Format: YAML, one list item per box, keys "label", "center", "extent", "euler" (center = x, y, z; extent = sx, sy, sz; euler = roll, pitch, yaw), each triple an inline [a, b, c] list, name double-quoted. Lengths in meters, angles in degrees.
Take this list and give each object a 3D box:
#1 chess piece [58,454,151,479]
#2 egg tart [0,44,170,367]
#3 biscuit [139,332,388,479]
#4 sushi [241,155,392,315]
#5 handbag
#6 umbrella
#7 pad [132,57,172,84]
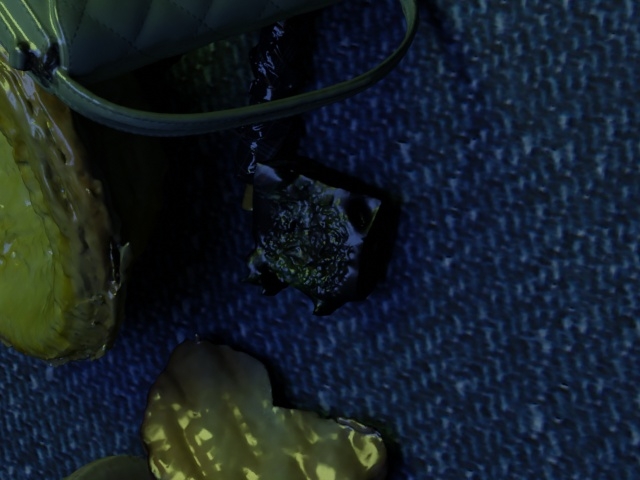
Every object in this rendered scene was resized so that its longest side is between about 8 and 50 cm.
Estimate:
- label: "chess piece"
  center: [-0.203, 0.252, 1.186]
  extent: [0.261, 0.143, 0.142]
  euler: [-27, 80, 40]
- label: "egg tart"
  center: [-0.194, -0.066, 1.105]
  extent: [0.315, 0.120, 0.315]
  euler: [37, 141, 38]
- label: "biscuit"
  center: [-0.047, 0.142, 1.086]
  extent: [0.183, 0.061, 0.118]
  euler: [31, 73, 30]
- label: "sushi"
  center: [0.000, 0.000, 1.042]
  extent: [0.083, 0.056, 0.084]
  euler: [19, 106, 26]
- label: "handbag"
  center: [-0.072, -0.148, 0.960]
  extent: [0.219, 0.256, 0.079]
  euler: [54, 147, 21]
- label: "umbrella"
  center: [-0.032, -0.088, 1.062]
  extent: [0.040, 0.037, 0.143]
  euler: [19, 106, 35]
- label: "pad"
  center: [-0.162, -0.255, 1.159]
  extent: [0.202, 0.005, 0.299]
  euler: [-36, 75, 35]
